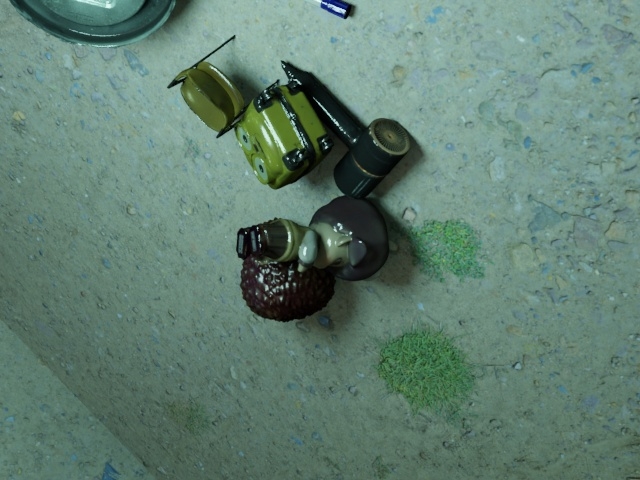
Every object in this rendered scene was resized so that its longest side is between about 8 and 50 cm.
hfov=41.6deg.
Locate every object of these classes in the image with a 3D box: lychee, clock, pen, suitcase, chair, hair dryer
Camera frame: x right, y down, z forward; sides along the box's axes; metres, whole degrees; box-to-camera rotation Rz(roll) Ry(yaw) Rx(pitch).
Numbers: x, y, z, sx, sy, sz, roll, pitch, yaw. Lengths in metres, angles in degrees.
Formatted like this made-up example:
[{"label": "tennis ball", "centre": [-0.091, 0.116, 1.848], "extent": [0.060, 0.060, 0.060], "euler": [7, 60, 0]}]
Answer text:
[{"label": "lychee", "centre": [-0.090, 0.074, 2.117], "extent": [0.271, 0.271, 0.271], "euler": [17, 129, 21]}, {"label": "clock", "centre": [-0.490, -0.580, 1.781], "extent": [0.386, 0.076, 0.386], "euler": [0, 142, 0]}, {"label": "pen", "centre": [-0.057, -0.532, 1.782], "extent": [0.269, 0.033, 0.033], "euler": [26, 132, 14]}, {"label": "suitcase", "centre": [-0.089, -0.228, 1.869], "extent": [0.194, 0.143, 0.235], "euler": [60, 158, 3]}, {"label": "chair", "centre": [-0.234, -0.332, 1.892], "extent": [0.159, 0.247, 0.172], "euler": [46, 135, -4]}, {"label": "hair dryer", "centre": [0.024, -0.267, 1.896], "extent": [0.352, 0.107, 0.189], "euler": [47, 136, 5]}]

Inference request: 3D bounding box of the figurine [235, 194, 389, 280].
[{"label": "figurine", "centre": [0.002, 0.019, 1.928], "extent": [0.218, 0.365, 0.206], "euler": [-34, 76, 54]}]
